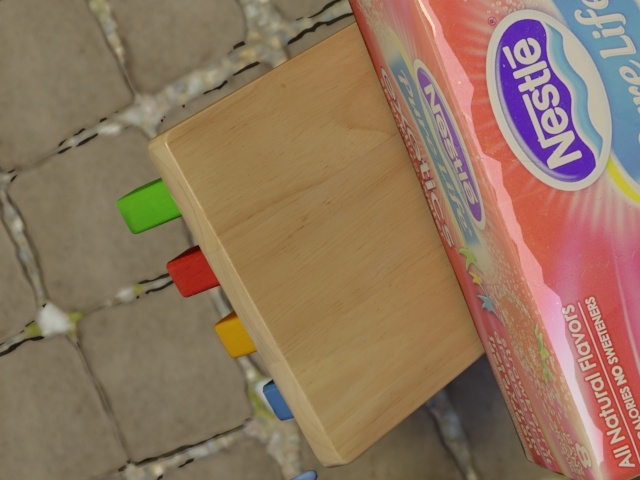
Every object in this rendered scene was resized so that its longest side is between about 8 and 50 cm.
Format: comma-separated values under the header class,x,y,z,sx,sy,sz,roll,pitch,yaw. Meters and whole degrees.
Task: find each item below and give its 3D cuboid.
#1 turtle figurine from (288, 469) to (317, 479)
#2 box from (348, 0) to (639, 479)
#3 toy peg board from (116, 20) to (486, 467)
class,x,y,z,sx,sy,sz,roll,pitch,yaw
turtle figurine,0.075,0.226,0.839,0.266,0.198,0.274,1,100,0
box,0.114,-0.064,0.781,0.154,0.142,0.300,-21,90,-6
toy peg board,0.000,0.000,0.851,0.079,0.161,0.160,-20,101,50
